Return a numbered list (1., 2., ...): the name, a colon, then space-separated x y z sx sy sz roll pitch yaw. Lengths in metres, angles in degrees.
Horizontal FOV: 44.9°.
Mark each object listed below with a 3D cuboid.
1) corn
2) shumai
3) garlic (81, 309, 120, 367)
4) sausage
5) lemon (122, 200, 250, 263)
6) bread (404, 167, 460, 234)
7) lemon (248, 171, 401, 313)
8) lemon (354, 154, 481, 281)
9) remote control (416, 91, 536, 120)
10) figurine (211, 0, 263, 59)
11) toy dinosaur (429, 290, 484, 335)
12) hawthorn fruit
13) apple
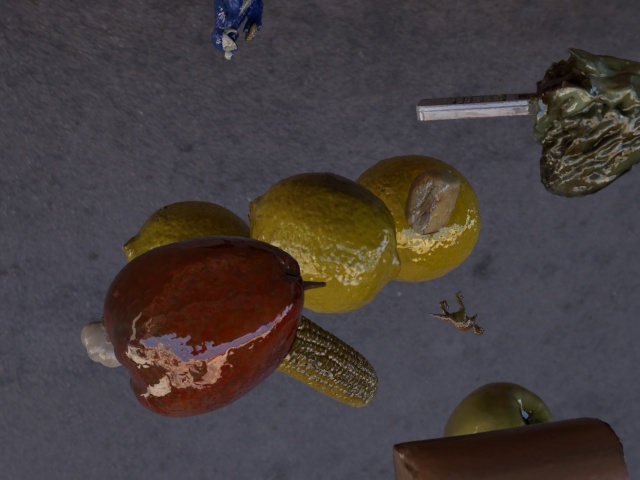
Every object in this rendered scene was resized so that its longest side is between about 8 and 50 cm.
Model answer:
1. corn: -0.031 0.158 1.133 0.320 0.097 0.097 35 91 -32
2. shumai: 0.423 -0.203 1.211 0.256 0.189 0.218 -39 110 19
3. garlic: -0.387 0.194 1.427 0.113 0.074 0.094 25 118 -5
4. sausage: 0.206 0.270 0.859 0.253 0.123 0.123 -4 113 -15
5. lemon: -0.251 0.044 1.560 0.267 0.267 0.267 -12 117 -26
6. bread: 0.209 -0.079 1.485 0.106 0.082 0.125 -6 122 -56
7. lemon: 0.000 0.000 1.417 0.253 0.310 0.253 -61 169 -21
8. lemon: 0.219 -0.054 1.867 0.336 0.336 0.336 -12 117 -26
9. remote control: 0.300 -0.242 1.392 0.250 0.103 0.034 0 107 14
10. figurine: -0.173 -0.501 1.560 0.164 0.121 0.262 53 53 -77
11. toy dinosaur: 0.327 0.197 1.847 0.162 0.039 0.126 -31 91 -47
12. hawthorn fruit: -0.114 0.084 0.906 0.262 0.210 0.210 -26 122 -13
13. apple: 0.413 0.457 1.781 0.262 0.262 0.262 -12 117 -26
